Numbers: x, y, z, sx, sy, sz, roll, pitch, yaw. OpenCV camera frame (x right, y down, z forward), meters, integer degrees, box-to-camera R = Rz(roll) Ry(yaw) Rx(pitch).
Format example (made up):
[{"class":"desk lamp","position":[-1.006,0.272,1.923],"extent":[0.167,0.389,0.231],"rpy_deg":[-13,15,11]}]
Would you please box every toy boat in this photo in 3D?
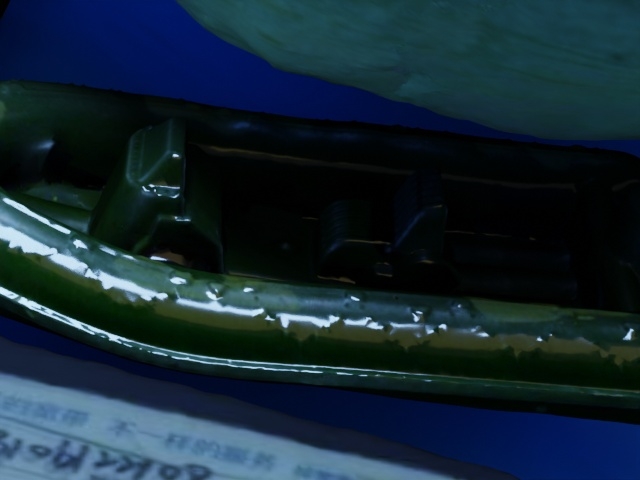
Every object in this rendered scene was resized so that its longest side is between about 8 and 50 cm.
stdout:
[{"class":"toy boat","position":[0.000,0.000,0.419],"extent":[0.210,0.052,0.104],"rpy_deg":[8,35,-6]}]

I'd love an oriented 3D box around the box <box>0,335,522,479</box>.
[{"class":"box","position":[-0.128,0.079,0.300],"extent":[0.350,0.058,0.211],"rpy_deg":[14,30,0]}]

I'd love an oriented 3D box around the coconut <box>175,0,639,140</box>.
[{"class":"coconut","position":[0.045,-0.190,0.424],"extent":[0.328,0.281,0.328],"rpy_deg":[9,62,-16]}]

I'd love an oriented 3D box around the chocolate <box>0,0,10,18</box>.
[{"class":"chocolate","position":[-0.135,-0.085,0.438],"extent":[0.124,0.127,0.133],"rpy_deg":[53,43,-11]}]
